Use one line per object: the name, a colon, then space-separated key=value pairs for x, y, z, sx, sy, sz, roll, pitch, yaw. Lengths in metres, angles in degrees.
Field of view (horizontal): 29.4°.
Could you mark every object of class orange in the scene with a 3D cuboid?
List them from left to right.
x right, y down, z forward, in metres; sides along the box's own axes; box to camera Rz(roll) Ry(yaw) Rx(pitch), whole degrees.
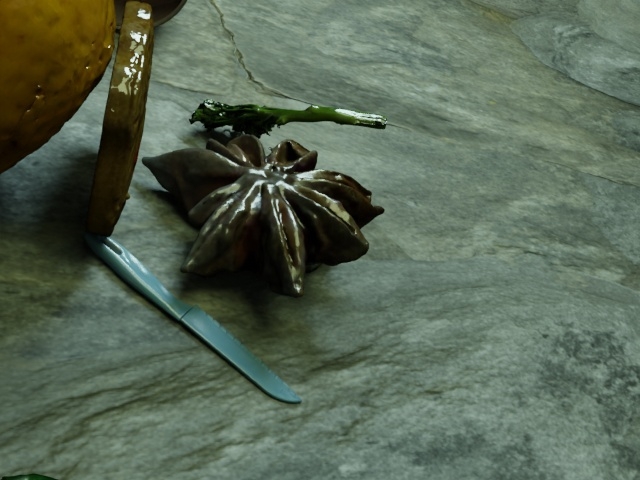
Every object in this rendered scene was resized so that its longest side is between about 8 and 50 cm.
orange: x=-0.384 y=-0.219 z=1.257 sx=0.293 sy=0.340 sz=0.341 roll=50 pitch=31 yaw=-22

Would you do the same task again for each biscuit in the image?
biscuit: x=-0.223 y=-0.139 z=1.383 sx=0.049 sy=0.257 sz=0.273 roll=9 pitch=35 yaw=-11

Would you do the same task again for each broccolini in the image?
broccolini: x=-0.031 y=-0.153 z=1.621 sx=0.271 sy=0.062 sz=0.123 roll=5 pitch=8 yaw=23

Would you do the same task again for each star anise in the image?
star anise: x=-0.078 y=-0.038 z=1.487 sx=0.315 sy=0.108 sz=0.315 roll=5 pitch=41 yaw=-5

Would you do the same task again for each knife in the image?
knife: x=-0.146 y=0.089 z=1.395 sx=0.313 sy=0.019 sz=0.044 roll=40 pitch=33 yaw=3

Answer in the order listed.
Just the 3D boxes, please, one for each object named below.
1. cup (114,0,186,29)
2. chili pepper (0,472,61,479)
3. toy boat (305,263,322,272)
cup: x=-0.286 y=-0.428 z=1.747 sx=0.252 sy=0.192 sz=0.200 roll=0 pitch=34 yaw=7
chili pepper: x=-0.286 y=0.272 z=1.005 sx=0.264 sy=0.116 sz=0.148 roll=2 pitch=36 yaw=-39
toy boat: x=0.000 y=0.000 z=1.582 sx=0.047 sy=0.049 sz=0.149 roll=39 pitch=36 yaw=4
